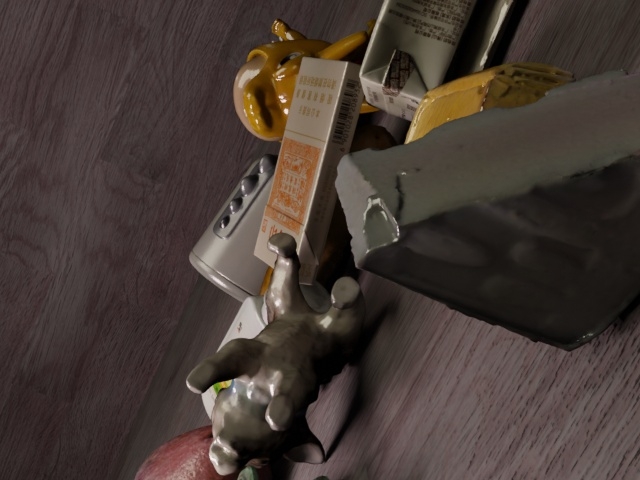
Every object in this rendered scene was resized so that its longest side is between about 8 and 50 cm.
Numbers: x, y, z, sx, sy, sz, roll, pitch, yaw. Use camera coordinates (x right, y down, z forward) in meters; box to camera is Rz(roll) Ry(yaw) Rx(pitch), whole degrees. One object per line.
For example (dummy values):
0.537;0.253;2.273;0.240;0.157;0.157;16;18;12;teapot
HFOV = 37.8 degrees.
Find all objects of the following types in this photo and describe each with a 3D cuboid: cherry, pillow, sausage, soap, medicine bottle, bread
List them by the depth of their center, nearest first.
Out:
0.183;-0.074;0.778;0.302;0.257;0.159;-59;15;31;soap
0.196;-0.131;1.118;0.288;0.119;0.153;-170;99;-78;bread
0.237;-0.287;1.368;0.130;0.038;0.233;-156;88;-78;pillow
-0.200;0.436;1.590;0.307;0.221;0.261;-51;25;13;cherry
-0.095;0.206;1.665;0.179;0.124;0.324;56;129;34;medicine bottle
-0.001;-0.002;1.696;0.136;0.123;0.501;57;130;38;sausage

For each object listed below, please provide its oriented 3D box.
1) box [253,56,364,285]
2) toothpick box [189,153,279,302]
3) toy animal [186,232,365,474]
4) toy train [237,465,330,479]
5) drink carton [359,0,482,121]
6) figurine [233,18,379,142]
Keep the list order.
-0.020;-0.124;1.577;0.204;0.051;0.365;29;107;64;box
-0.105;-0.037;1.872;0.316;0.229;0.229;-56;14;2;toothpick box
-0.057;0.211;1.387;0.344;0.194;0.303;-56;-21;-38;toy animal
-0.042;0.412;1.186;0.304;0.150;0.222;163;117;-71;toy train
0.173;-0.355;1.421;0.194;0.132;0.325;36;-106;-82;drink carton
-0.024;-0.339;1.965;0.401;0.268;0.387;-53;14;4;figurine
